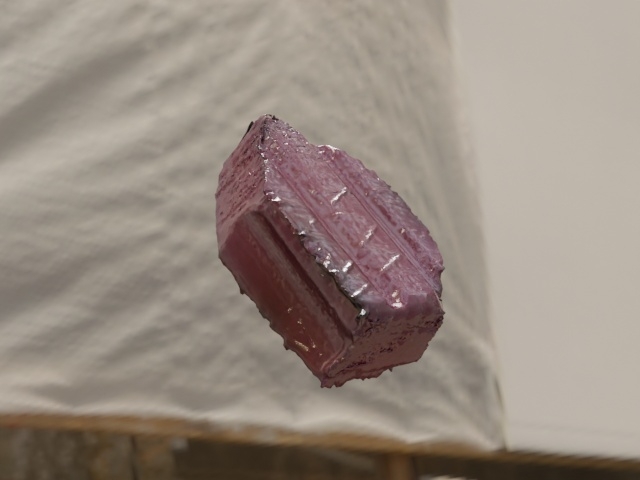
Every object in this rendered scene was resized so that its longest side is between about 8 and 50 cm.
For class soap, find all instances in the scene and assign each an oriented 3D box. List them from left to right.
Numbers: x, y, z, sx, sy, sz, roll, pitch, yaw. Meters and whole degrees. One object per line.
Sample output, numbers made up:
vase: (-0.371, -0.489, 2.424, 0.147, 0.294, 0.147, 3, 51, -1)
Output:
soap: (0.000, 0.000, 1.670, 0.182, 0.112, 0.289, 1, -137, -49)
